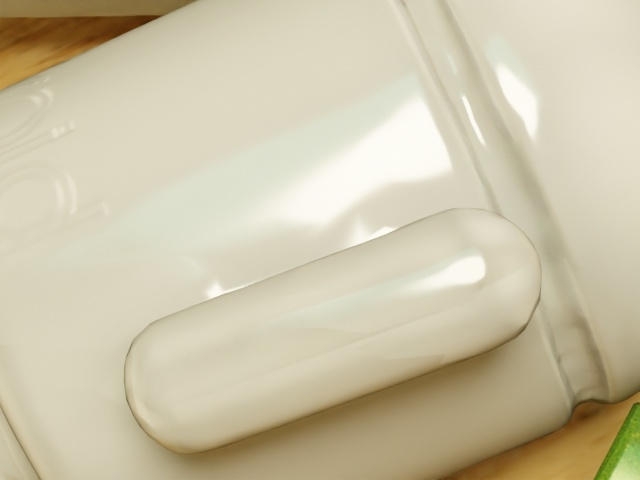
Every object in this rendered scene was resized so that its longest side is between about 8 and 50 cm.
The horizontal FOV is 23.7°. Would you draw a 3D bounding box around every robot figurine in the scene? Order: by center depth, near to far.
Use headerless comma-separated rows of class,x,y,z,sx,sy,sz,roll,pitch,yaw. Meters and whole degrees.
robot figurine,0.000,0.000,0.572,0.354,0.199,0.300,-24,16,2

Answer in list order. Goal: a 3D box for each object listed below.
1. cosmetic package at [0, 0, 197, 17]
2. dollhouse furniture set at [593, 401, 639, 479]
cosmetic package,0.008,-0.228,0.664,0.453,0.161,0.230,-2,83,-3
dollhouse furniture set,0.203,0.024,0.498,0.151,0.301,0.197,29,71,18
